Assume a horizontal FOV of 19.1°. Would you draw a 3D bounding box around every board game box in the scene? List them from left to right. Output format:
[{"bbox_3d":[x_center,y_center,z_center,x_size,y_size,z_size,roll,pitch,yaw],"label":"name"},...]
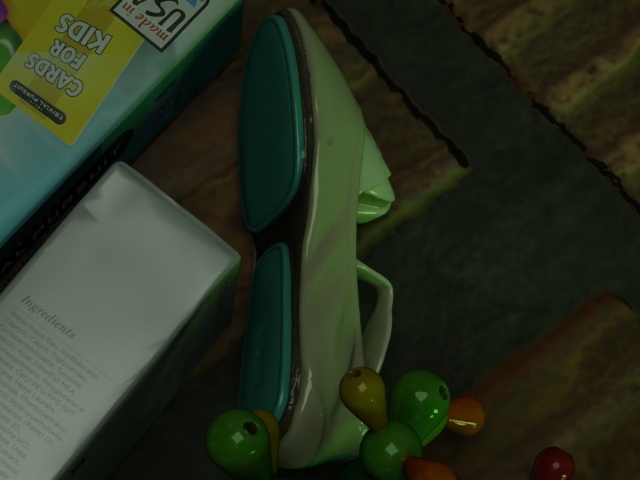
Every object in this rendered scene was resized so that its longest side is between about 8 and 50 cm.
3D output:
[{"bbox_3d":[-0.243,-0.076,0.988,0.254,0.079,0.336,38,71,9],"label":"board game box"}]

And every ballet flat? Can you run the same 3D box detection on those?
[{"bbox_3d":[0.000,0.000,0.990,0.086,0.086,0.248,3,71,-4],"label":"ballet flat"}]

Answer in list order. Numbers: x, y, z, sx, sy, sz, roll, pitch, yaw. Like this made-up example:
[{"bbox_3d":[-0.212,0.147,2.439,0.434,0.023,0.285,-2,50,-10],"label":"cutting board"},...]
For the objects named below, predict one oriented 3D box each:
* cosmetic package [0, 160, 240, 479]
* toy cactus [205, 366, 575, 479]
[{"bbox_3d":[-0.138,0.086,0.919,0.085,0.117,0.231,37,73,8],"label":"cosmetic package"},{"bbox_3d":[0.023,0.147,0.905,0.112,0.219,0.180,38,104,38],"label":"toy cactus"}]
